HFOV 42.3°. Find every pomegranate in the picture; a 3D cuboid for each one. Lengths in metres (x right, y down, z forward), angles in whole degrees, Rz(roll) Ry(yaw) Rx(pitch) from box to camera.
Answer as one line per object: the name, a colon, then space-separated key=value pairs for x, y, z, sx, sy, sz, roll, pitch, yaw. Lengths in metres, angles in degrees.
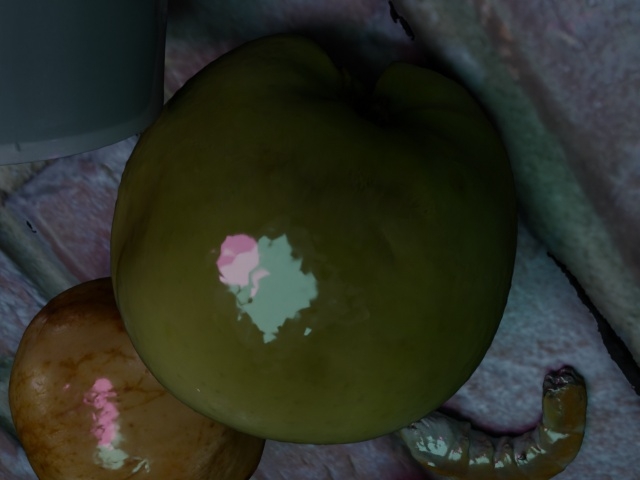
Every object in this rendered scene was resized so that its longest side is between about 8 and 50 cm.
pomegranate: x=-0.163 y=0.145 z=0.756 sx=0.248 sy=0.248 sz=0.248 roll=10 pitch=127 yaw=14

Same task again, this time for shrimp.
shrimp: x=0.160 y=0.166 z=0.757 sx=0.161 sy=0.049 sz=0.166 roll=22 pitch=128 yaw=2

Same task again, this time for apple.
apple: x=-0.012 y=0.009 z=0.588 sx=0.295 sy=0.233 sz=0.258 roll=23 pitch=130 yaw=4

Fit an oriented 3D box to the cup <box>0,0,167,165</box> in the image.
cup: x=-0.242 y=-0.237 z=0.501 sx=0.357 sy=0.259 sz=0.274 roll=39 pitch=129 yaw=44
